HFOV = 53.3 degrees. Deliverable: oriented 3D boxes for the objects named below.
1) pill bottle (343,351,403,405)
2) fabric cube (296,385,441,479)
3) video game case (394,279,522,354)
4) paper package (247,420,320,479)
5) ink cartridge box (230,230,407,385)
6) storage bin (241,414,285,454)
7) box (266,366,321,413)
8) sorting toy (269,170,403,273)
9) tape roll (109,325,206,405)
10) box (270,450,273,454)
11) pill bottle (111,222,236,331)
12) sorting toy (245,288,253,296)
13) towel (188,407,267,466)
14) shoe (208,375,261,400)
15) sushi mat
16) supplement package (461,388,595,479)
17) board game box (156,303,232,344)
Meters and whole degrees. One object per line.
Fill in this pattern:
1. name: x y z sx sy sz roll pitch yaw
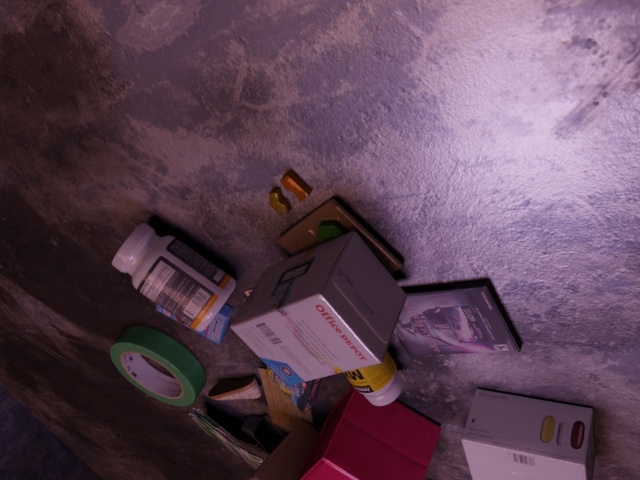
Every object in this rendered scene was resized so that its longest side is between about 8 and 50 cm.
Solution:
1. pill bottle: 0.109 0.293 1.527 0.119 0.119 0.208 -11 125 39
2. fabric cube: 0.125 0.578 1.702 0.258 0.259 0.254 31 141 1
3. video game case: 0.270 0.174 1.381 0.274 0.026 0.196 -10 125 37
4. paper package: -0.038 0.731 1.824 0.309 0.325 0.168 36 115 11
5. ink cartridge box: -0.001 0.146 1.322 0.270 0.197 0.198 -23 115 39
6. storage bin: -0.198 0.642 2.102 0.091 0.098 0.135 -3 130 47
7. box: -0.065 0.325 1.662 0.159 0.044 0.233 41 140 27
8. sorting toy: 0.000 0.000 1.356 0.307 0.041 0.229 42 139 -13
9. tape roll: -0.530 0.413 2.080 0.321 0.077 0.321 17 137 16
10. box: -0.061 0.745 2.096 0.184 0.045 0.191 -9 133 -1
11. pill bottle: -0.361 0.088 1.578 0.278 0.162 0.162 36 140 -5
12. sorting toy: -0.149 0.155 1.629 0.062 0.012 0.083 -20 118 43
13. towel: -0.291 0.698 2.173 0.325 0.038 0.248 27 154 22
14. shoe: -0.268 0.471 1.975 0.219 0.076 0.058 -19 114 40
15. sushi mat: -0.097 0.487 1.931 0.151 0.019 0.316 13 137 19
16. supplement package: 0.482 0.478 1.465 0.262 0.145 0.204 3 133 28
17. board game box: -0.354 0.192 1.773 0.211 0.039 0.160 27 140 4
